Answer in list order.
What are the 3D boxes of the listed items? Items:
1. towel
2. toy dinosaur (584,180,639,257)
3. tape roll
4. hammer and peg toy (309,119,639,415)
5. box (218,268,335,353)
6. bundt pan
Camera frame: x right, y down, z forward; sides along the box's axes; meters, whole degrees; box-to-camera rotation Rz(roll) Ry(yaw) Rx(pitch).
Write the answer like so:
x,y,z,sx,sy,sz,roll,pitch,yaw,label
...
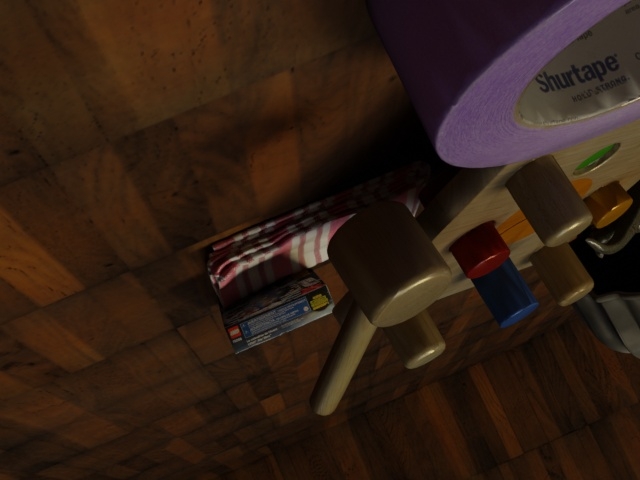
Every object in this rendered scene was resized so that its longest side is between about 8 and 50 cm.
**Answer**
x,y,z,sx,sy,sz,roll,pitch,yaw,label
0.000,0.000,0.946,0.197,0.029,0.144,-23,167,-7,towel
0.377,-0.061,1.241,0.313,0.121,0.160,-5,145,-42,toy dinosaur
0.165,-0.141,0.571,0.274,0.090,0.275,-23,166,-6,tape roll
0.114,-0.014,0.825,0.361,0.127,0.266,-17,158,-36,hammer and peg toy
-0.042,0.058,0.998,0.094,0.027,0.137,-22,-171,-5,box
0.459,0.038,1.377,0.331,0.124,0.331,-22,-164,7,bundt pan
